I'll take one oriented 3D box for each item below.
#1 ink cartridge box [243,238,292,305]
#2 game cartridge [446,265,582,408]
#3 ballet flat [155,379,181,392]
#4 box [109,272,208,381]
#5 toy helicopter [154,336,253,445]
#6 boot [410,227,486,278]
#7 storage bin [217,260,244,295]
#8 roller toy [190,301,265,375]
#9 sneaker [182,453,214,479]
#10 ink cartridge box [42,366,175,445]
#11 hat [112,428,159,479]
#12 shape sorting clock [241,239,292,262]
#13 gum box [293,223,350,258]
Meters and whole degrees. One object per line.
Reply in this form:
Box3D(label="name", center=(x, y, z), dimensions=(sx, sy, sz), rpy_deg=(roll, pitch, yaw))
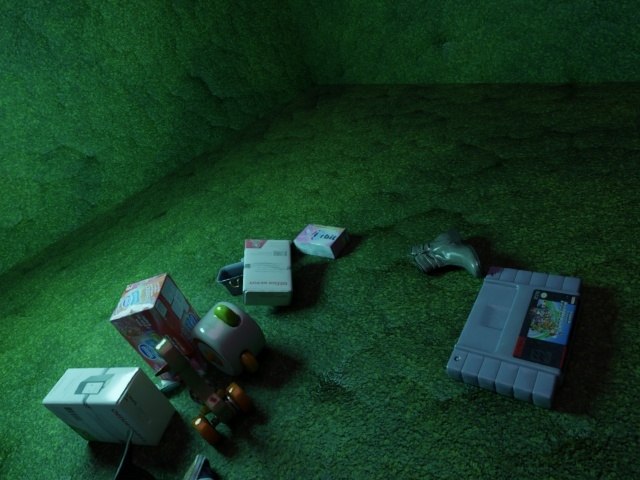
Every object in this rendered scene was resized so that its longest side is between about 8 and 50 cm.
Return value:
Box3D(label="ink cartridge box", center=(-0.177, 0.107, 1.403), dimensions=(0.158, 0.092, 0.218), rpy_deg=(2, 47, -9))
Box3D(label="game cartridge", center=(0.473, 0.205, 1.000), dimensions=(0.230, 0.068, 0.355), rpy_deg=(3, 41, 40))
Box3D(label="ballet flat", center=(-0.474, 0.440, 1.245), dimensions=(0.114, 0.041, 0.041), rpy_deg=(-30, 34, -9))
Box3D(label="box", center=(-0.458, 0.266, 1.247), dimensions=(0.142, 0.300, 0.154), rpy_deg=(-17, 34, 9))
Box3D(label="toy helicopter", center=(-0.318, 0.331, 1.025), dimensions=(0.235, 0.355, 0.140), rpy_deg=(33, 61, 32))
Box3D(label="boot", center=(0.374, 0.066, 1.250), dimensions=(0.161, 0.083, 0.246), rpy_deg=(-28, 27, 5))
Box3D(label="storage bin", center=(-0.289, 0.144, 1.508), dimensions=(0.135, 0.091, 0.098), rpy_deg=(-17, 34, 10))
Box3D(label="roller toy", center=(-0.269, 0.289, 1.206), dimensions=(0.146, 0.209, 0.191), rpy_deg=(-48, 16, -33))
Box3D(label="sneaker", center=(-0.230, 0.569, 0.882), dimensions=(0.099, 0.153, 0.282), rpy_deg=(-62, 7, -5))
Box3D(label="ink cartridge box", center=(-0.571, 0.454, 1.146), dimensions=(0.272, 0.198, 0.115), rpy_deg=(-8, 35, 21))
Box3D(label="hat", center=(-0.387, 0.573, 0.886), dimensions=(0.133, 0.331, 0.331), rpy_deg=(12, 31, -15))
Box3D(label="shape sorting clock", center=(-0.208, 0.039, 1.605), dimensions=(0.206, 0.040, 0.206), rpy_deg=(-20, 6, 2))
Box3D(label="gum box", center=(0.000, 0.000, 1.561), dimensions=(0.188, 0.062, 0.107), rpy_deg=(9, 45, 39))
